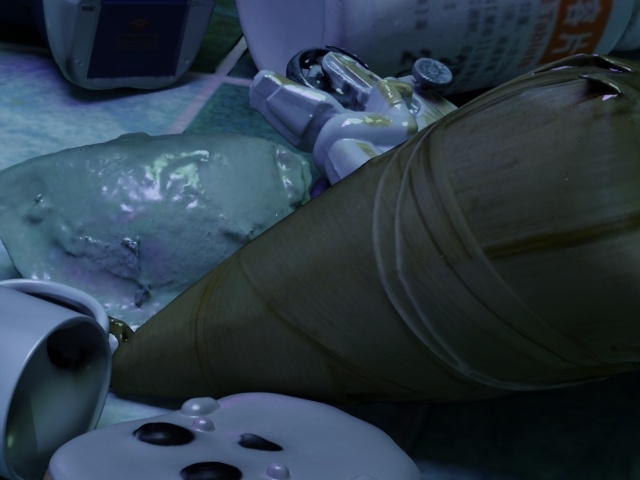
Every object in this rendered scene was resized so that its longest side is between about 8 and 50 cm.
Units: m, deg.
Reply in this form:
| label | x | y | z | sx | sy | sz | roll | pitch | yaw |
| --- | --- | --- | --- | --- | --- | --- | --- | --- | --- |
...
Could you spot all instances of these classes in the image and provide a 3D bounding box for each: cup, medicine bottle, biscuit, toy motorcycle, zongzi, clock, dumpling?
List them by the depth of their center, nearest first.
| label | x | y | z | sx | sy | sz | roll | pitch | yaw |
| --- | --- | --- | --- | --- | --- | --- | --- | --- | --- |
| biscuit | -0.042 | 0.124 | 1.009 | 0.208 | 0.049 | 0.181 | -6 | 19 | -42 |
| cup | -0.187 | 0.071 | 1.106 | 0.133 | 0.099 | 0.136 | 17 | 4 | 24 |
| zongzi | 0.139 | 0.008 | 1.214 | 0.418 | 0.181 | 0.447 | -19 | -8 | 32 |
| dumpling | -0.106 | -0.006 | 1.221 | 0.217 | 0.105 | 0.149 | 1 | 30 | -2 |
| toy motorcycle | 0.055 | -0.050 | 1.315 | 0.229 | 0.074 | 0.151 | 36 | 39 | 8 |
| medicine bottle | 0.134 | -0.224 | 1.515 | 0.371 | 0.211 | 0.211 | -12 | 33 | -22 |
| clock | -0.200 | -0.218 | 1.551 | 0.199 | 0.146 | 0.243 | -11 | 36 | -31 |

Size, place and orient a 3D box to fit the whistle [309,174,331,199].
| label | x | y | z | sx | sy | sz | roll | pitch | yaw |
| --- | --- | --- | --- | --- | --- | --- | --- | --- | --- |
| whistle | 0.000 | 0.000 | 1.293 | 0.033 | 0.033 | 0.176 | 6 | 31 | 6 |
